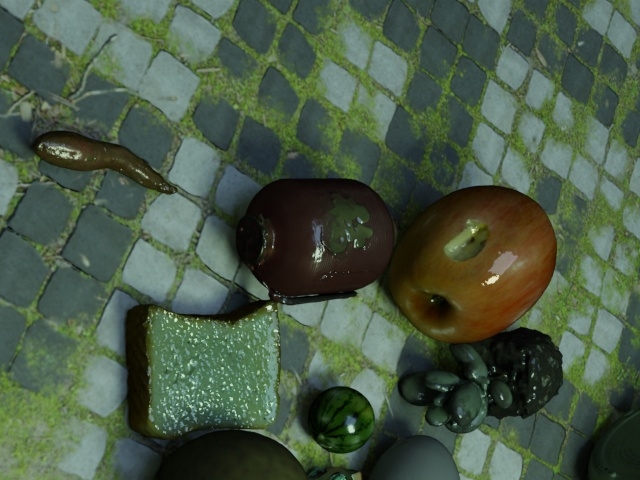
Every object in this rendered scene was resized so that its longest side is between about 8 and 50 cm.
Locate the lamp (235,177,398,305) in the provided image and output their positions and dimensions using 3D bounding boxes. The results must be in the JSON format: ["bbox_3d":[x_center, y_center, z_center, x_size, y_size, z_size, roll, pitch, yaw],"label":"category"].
[{"bbox_3d":[0.000,0.000,1.490,0.258,0.180,0.180,-1,85,-38],"label":"lamp"}]

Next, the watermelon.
[{"bbox_3d":[0.026,0.264,1.527,0.109,0.109,0.109,5,81,-37],"label":"watermelon"}]

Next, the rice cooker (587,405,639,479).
[{"bbox_3d":[0.674,0.468,1.851,0.335,0.335,0.325,-38,105,-34],"label":"rice cooker"}]

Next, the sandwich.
[{"bbox_3d":[-0.156,0.171,1.417,0.215,0.065,0.186,4,82,-37],"label":"sandwich"}]

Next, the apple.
[{"bbox_3d":[0.237,0.041,1.624,0.241,0.242,0.242,-42,109,-29],"label":"apple"}]

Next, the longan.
[{"bbox_3d":[-0.104,0.334,1.332,0.198,0.212,0.198,-22,126,-33],"label":"longan"}]

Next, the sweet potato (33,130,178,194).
[{"bbox_3d":[-0.279,-0.103,1.370,0.214,0.050,0.050,15,75,-41],"label":"sweet potato"}]

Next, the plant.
[{"bbox_3d":[0.267,0.226,1.681,0.275,0.146,0.149,-11,94,-37],"label":"plant"}]

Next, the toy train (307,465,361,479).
[{"bbox_3d":[-0.013,0.385,1.495,0.188,0.072,0.099,-11,91,-38],"label":"toy train"}]

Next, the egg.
[{"bbox_3d":[0.138,0.385,1.564,0.146,0.146,0.198,35,50,-29],"label":"egg"}]
